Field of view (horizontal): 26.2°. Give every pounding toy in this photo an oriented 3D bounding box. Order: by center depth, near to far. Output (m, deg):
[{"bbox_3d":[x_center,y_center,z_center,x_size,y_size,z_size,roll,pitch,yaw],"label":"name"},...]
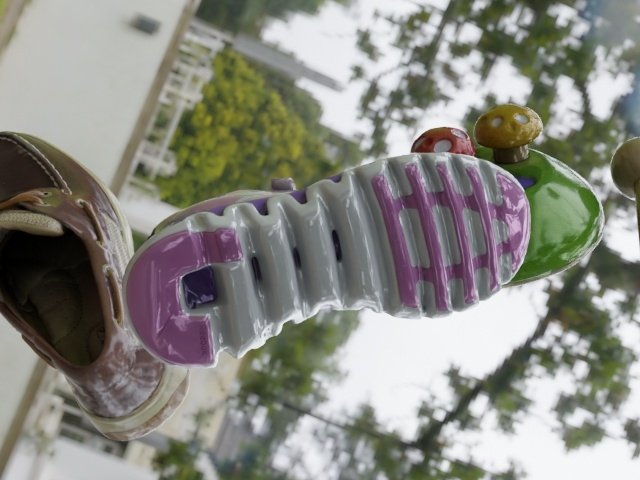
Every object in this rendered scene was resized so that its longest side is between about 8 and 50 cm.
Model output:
[{"bbox_3d":[0.153,-0.052,1.082,0.183,0.237,0.110,-62,145,-56],"label":"pounding toy"}]

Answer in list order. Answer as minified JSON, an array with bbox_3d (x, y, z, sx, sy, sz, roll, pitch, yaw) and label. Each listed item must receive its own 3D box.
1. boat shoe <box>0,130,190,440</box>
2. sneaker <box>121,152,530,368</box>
[{"bbox_3d":[-0.222,0.008,1.101,0.123,0.123,0.342,-37,-128,3],"label":"boat shoe"},{"bbox_3d":[0.000,0.000,0.780,0.104,0.236,0.095,-143,-137,-71],"label":"sneaker"}]
